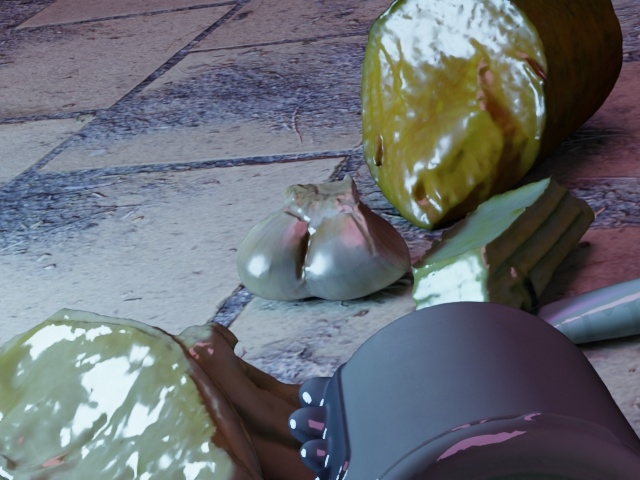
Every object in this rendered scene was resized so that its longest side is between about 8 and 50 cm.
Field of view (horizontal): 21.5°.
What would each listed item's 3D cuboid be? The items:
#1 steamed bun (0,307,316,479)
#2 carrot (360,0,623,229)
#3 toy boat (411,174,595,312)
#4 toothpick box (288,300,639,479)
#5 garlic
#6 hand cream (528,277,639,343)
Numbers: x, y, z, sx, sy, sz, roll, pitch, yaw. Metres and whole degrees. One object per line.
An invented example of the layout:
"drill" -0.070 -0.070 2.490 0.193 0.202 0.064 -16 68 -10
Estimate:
"steamed bun" -0.104 0.161 1.286 0.247 0.189 0.428 -53 33 -13
"carrot" 0.181 -0.187 1.838 0.241 0.241 0.340 3 25 35
"toy boat" 0.161 0.017 1.537 0.111 0.084 0.276 -22 14 38
"toothpick box" 0.092 0.156 1.069 0.229 0.229 0.316 -14 17 0
"garlic" 0.002 0.013 1.664 0.174 0.099 0.124 -11 41 18
"hand cream" 0.258 0.060 1.444 0.205 0.050 0.078 -13 19 17
